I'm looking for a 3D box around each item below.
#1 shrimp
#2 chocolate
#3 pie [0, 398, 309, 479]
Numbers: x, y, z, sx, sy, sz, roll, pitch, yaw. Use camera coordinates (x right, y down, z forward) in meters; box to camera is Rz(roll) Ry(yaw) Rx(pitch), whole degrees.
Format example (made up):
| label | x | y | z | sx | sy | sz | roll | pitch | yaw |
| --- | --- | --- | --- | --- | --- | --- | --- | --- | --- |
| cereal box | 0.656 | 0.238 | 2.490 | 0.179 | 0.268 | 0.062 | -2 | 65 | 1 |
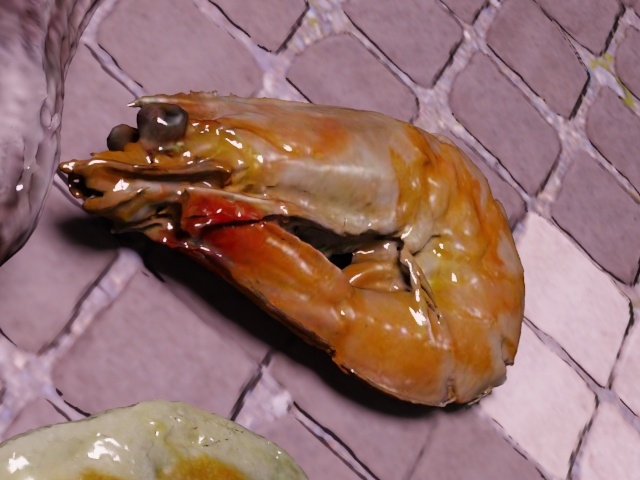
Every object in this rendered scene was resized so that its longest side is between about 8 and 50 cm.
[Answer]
| label | x | y | z | sx | sy | sz | roll | pitch | yaw |
| --- | --- | --- | --- | --- | --- | --- | --- | --- | --- |
| shrimp | 0.001 | 0.000 | 0.737 | 0.294 | 0.062 | 0.154 | 12 | 60 | -39 |
| chocolate | -0.144 | -0.086 | 0.632 | 0.110 | 0.110 | 0.248 | 29 | 48 | -25 |
| pie | -0.053 | 0.164 | 0.569 | 0.240 | 0.054 | 0.240 | 24 | 49 | -31 |
